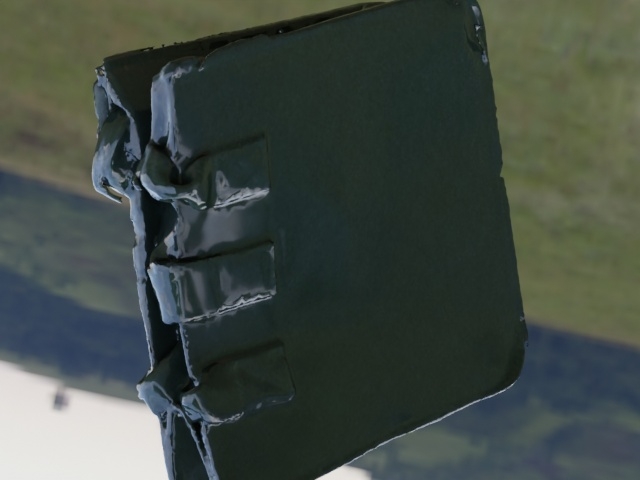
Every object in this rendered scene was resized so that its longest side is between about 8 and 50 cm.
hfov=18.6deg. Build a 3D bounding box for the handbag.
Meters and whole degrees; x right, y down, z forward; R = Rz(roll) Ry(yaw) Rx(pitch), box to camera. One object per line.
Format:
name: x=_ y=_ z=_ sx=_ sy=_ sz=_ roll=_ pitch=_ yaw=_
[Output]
handbag: x=-0.001 y=0.000 z=1.073 sx=0.079 sy=0.247 sz=0.260 roll=5 pitch=-162 yaw=44
